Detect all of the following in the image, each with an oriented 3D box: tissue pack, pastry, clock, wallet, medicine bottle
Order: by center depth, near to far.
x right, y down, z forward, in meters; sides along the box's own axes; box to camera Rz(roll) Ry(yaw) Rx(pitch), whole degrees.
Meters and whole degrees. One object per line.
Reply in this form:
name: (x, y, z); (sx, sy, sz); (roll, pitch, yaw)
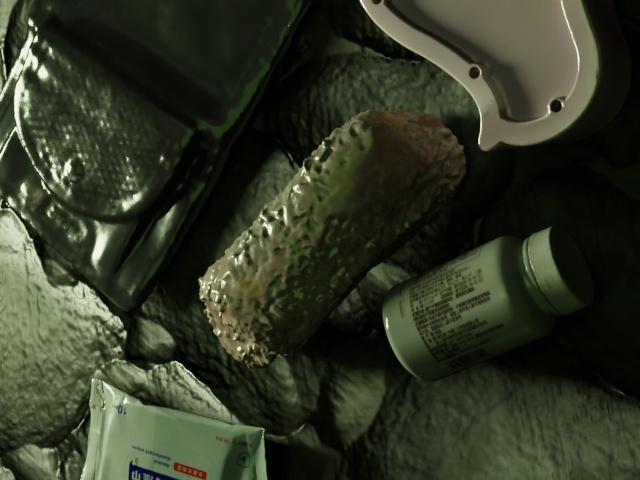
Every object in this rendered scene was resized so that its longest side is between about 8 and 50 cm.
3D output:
clock: (0.163, -0.228, 0.998); (0.290, 0.080, 0.275); (-39, 74, 27)
medicine bottle: (0.121, 0.044, 1.032); (0.140, 0.079, 0.079); (-26, 79, 28)
pastry: (-0.007, 0.004, 1.088); (0.103, 0.112, 0.265); (46, 114, 9)
tissue pack: (-0.125, 0.197, 1.211); (0.193, 0.026, 0.122); (12, 98, 29)
wallet: (-0.169, -0.133, 1.218); (0.247, 0.041, 0.323); (38, 107, 22)
